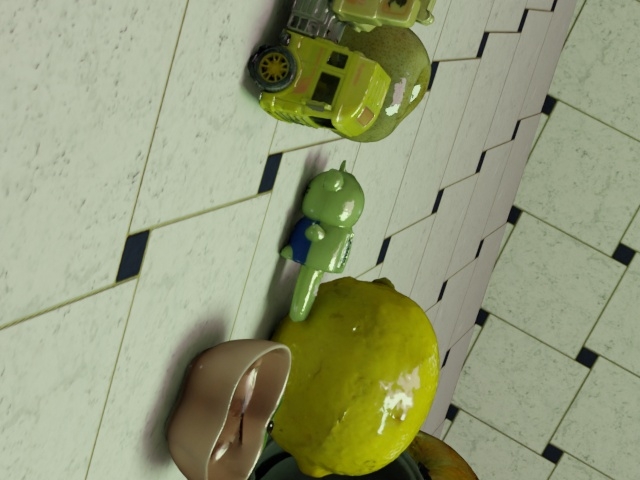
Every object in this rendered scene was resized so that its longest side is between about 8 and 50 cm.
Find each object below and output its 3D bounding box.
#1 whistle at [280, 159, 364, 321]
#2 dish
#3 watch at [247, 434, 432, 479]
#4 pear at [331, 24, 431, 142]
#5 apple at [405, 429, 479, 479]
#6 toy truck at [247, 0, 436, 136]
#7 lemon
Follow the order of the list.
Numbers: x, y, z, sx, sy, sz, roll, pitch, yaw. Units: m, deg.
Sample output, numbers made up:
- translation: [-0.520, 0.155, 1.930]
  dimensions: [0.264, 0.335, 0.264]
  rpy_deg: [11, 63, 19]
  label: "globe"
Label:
- translation: [0.000, 0.000, 1.702]
  dimensions: [0.105, 0.085, 0.227]
  rpy_deg: [1, 108, -73]
  label: "whistle"
- translation: [-0.124, 0.208, 1.547]
  dimensions: [0.213, 0.090, 0.213]
  rpy_deg: [-55, 157, -38]
  label: "dish"
- translation: [0.019, 0.447, 1.873]
  dimensions: [0.327, 0.335, 0.314]
  rpy_deg: [-39, 152, -39]
  label: "watch"
- translation: [0.058, -0.202, 1.547]
  dimensions: [0.167, 0.136, 0.167]
  rpy_deg: [-61, 166, -26]
  label: "pear"
- translation: [0.120, 0.526, 2.234]
  dimensions: [0.374, 0.384, 0.374]
  rpy_deg: [-12, 122, -21]
  label: "apple"
- translation: [0.042, -0.248, 1.389]
  dimensions: [0.124, 0.157, 0.272]
  rpy_deg: [23, 87, -75]
  label: "toy truck"
- translation: [0.041, 0.194, 1.788]
  dimensions: [0.284, 0.260, 0.260]
  rpy_deg: [-45, 161, -6]
  label: "lemon"
